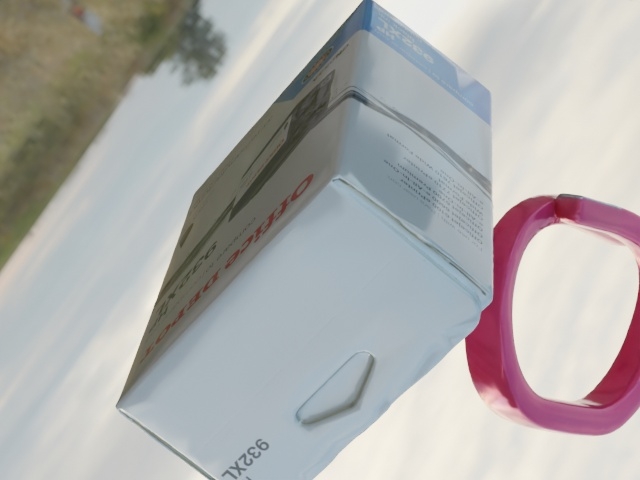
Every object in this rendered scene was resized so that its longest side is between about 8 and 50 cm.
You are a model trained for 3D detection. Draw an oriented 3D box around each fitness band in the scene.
[{"bbox_3d":[0.225,0.068,1.460,0.054,0.291,0.209,12,-92,40],"label":"fitness band"}]

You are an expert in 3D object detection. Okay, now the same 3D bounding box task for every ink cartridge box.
[{"bbox_3d":[0.000,0.000,1.106,0.223,0.129,0.307,-46,-165,24],"label":"ink cartridge box"}]
